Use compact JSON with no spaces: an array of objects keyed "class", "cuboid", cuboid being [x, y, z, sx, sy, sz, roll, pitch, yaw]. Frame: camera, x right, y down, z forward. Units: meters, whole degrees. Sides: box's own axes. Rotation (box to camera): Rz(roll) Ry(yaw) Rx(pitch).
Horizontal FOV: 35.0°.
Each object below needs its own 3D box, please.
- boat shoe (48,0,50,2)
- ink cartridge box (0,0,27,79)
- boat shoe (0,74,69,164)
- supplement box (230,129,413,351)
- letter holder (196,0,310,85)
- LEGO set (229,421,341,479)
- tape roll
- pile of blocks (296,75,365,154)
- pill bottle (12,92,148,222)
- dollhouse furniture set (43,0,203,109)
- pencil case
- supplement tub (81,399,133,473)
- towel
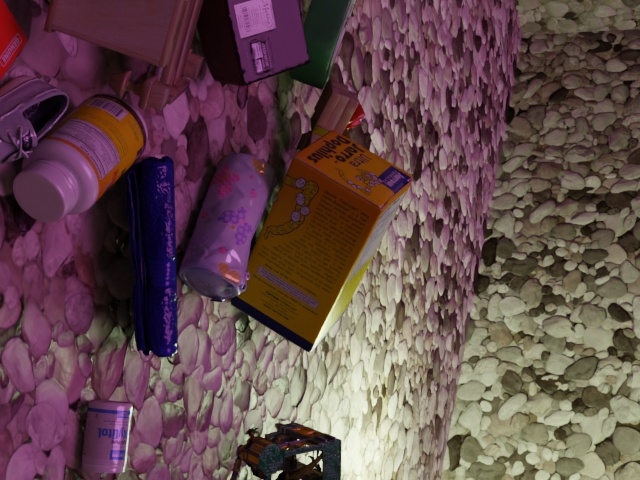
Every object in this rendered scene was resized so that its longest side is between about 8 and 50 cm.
[{"class":"boat shoe","cuboid":[-0.352,-0.409,1.438,0.277,0.096,0.098,64,34,-48]},{"class":"ink cartridge box","cuboid":[-0.458,-0.256,1.252,0.239,0.060,0.275,65,35,-44]},{"class":"boat shoe","cuboid":[-0.408,-0.146,1.330,0.227,0.081,0.079,-61,160,-48]},{"class":"supplement box","cuboid":[0.000,0.000,1.976,0.356,0.195,0.194,-64,169,29]},{"class":"letter holder","cuboid":[-0.165,-0.454,1.839,0.152,0.214,0.301,-25,116,-29]},{"class":"LEGO set","cuboid":[-0.094,0.516,2.076,0.255,0.192,0.331,-14,103,-36]},{"class":"tape roll","cuboid":[0.023,-0.482,2.147,0.321,0.077,0.321,-161,-90,-89]},{"class":"pile of blocks","cuboid":[0.006,-0.162,2.164,0.149,0.113,0.362,-152,-96,-77]},{"class":"pill bottle","cuboid":[-0.344,-0.116,1.451,0.215,0.117,0.117,-58,142,-49]},{"class":"dollhouse furniture set","cuboid":[-0.257,-0.378,1.512,0.355,0.174,0.303,-76,-174,-70]},{"class":"pencil case","cuboid":[-0.166,-0.028,1.863,0.113,0.124,0.273,58,39,-52]},{"class":"supplement tub","cuboid":[-0.330,0.302,1.571,0.071,0.071,0.107,21,71,-65]},{"class":"towel","cuboid":[-0.269,0.019,1.628,0.227,0.076,0.308,-150,-121,-80]}]
